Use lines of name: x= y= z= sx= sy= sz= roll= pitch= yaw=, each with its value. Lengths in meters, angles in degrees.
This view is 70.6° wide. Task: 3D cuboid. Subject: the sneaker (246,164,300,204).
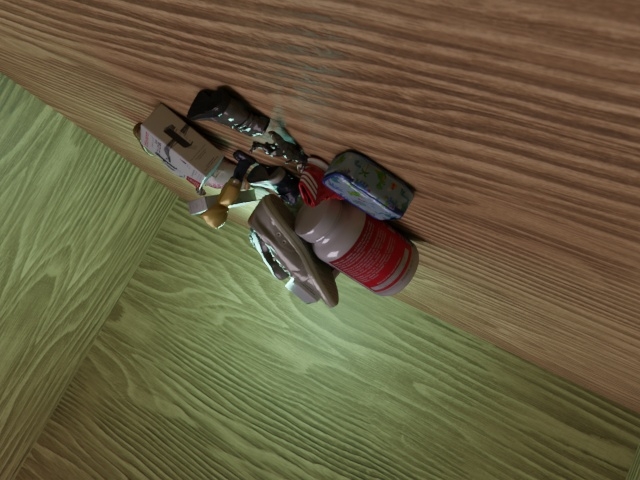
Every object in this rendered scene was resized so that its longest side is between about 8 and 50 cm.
sneaker: x=-0.160 y=-0.199 z=1.648 sx=0.163 sy=0.086 sz=0.226 roll=38 pitch=166 yaw=-38

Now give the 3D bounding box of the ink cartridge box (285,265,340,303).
ink cartridge box: x=0.012 y=0.094 z=1.729 sx=0.121 sy=0.289 sz=0.211 roll=40 pitch=164 yaw=-2

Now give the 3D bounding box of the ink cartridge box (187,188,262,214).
ink cartridge box: x=-0.399 y=-0.185 z=2.039 sx=0.261 sy=0.066 sz=0.296 roll=-9 pitch=-174 yaw=39

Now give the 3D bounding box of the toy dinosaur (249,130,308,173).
toy dinosaur: x=-0.120 y=-0.252 z=1.236 sx=0.118 sy=0.064 sz=0.268 roll=7 pitch=174 yaw=21

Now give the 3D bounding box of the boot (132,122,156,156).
boot: x=-0.688 y=-0.397 z=2.029 sx=0.269 sy=0.089 sz=0.236 roll=29 pitch=171 yaw=15

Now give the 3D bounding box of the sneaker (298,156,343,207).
sneaker: x=0.019 y=-0.136 z=1.323 sx=0.221 sy=0.128 sz=0.087 roll=33 pitch=170 yaw=-30

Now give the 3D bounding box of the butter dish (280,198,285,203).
butter dish: x=-0.170 y=-0.098 z=1.999 sx=0.118 sy=0.160 sz=0.160 roll=34 pitch=171 yaw=-2

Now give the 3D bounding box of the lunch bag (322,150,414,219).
lunch bag: x=0.119 y=-0.134 z=1.172 sx=0.219 sy=0.090 sz=0.176 roll=31 pitch=174 yaw=-16

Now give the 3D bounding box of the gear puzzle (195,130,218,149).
gear puzzle: x=-0.490 y=-0.375 z=1.758 sx=0.175 sy=0.044 sz=0.339 roll=33 pitch=170 yaw=-31

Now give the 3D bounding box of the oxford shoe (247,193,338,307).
oxford shoe: x=-0.086 y=0.050 z=1.517 sx=0.449 sy=0.130 sz=0.169 roll=54 pitch=-165 yaw=-17

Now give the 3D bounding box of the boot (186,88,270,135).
boot: x=-0.251 y=-0.327 z=1.218 sx=0.161 sy=0.083 sz=0.246 roll=27 pitch=175 yaw=-38

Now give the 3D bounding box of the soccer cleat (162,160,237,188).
soccer cleat: x=-0.477 y=-0.284 z=1.820 sx=0.331 sy=0.116 sz=0.143 roll=12 pitch=177 yaw=7

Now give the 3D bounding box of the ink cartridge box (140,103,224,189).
ink cartridge box: x=-0.499 y=-0.330 z=1.620 sx=0.273 sy=0.114 sz=0.197 roll=40 pitch=161 yaw=-12

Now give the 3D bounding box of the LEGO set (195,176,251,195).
LEGO set: x=-0.405 y=-0.267 z=1.958 sx=0.287 sy=0.132 sz=0.107 roll=-2 pitch=177 yaw=24

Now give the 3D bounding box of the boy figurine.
boy figurine: x=-0.338 y=-0.181 z=1.642 sx=0.092 sy=0.285 sz=0.177 roll=31 pitch=174 yaw=-21

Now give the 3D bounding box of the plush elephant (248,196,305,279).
plush elephant: x=-0.125 y=-0.031 z=1.746 sx=0.330 sy=0.255 sz=0.272 roll=17 pitch=127 yaw=69

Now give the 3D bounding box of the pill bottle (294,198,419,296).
pill bottle: x=0.120 y=0.006 z=1.511 sx=0.407 sy=0.229 sz=0.229 roll=33 pitch=170 yaw=-30
